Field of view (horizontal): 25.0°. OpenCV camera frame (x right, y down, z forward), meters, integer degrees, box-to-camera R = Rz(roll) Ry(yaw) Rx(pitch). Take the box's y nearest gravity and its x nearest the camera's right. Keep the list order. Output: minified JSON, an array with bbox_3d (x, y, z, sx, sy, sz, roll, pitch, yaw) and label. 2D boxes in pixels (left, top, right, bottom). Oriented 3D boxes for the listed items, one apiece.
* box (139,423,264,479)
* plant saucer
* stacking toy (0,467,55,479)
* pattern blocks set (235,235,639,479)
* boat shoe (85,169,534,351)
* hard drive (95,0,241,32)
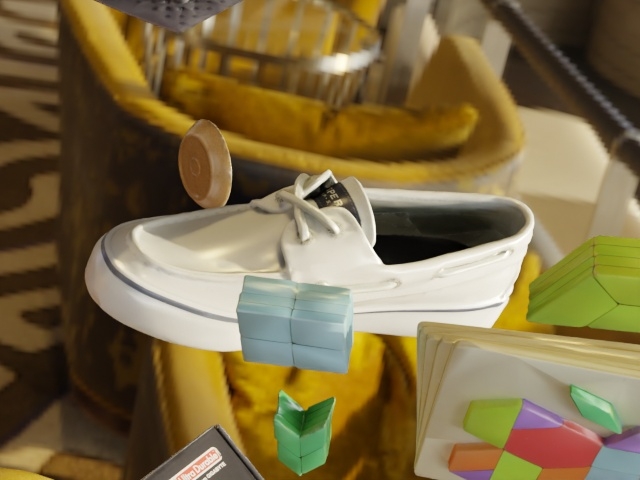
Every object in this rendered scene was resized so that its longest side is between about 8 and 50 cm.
[{"bbox_3d":[-0.114,0.365,1.344,0.295,0.073,0.293,-33,83,-43],"label":"box"},{"bbox_3d":[-0.107,-0.066,1.292,0.015,0.083,0.083,-11,33,-33],"label":"plant saucer"},{"bbox_3d":[-0.209,0.231,0.794,0.480,0.350,0.350,-3,16,28],"label":"stacking toy"},{"bbox_3d":[0.129,0.086,0.619,0.325,0.285,0.026,2,57,15],"label":"pattern blocks set"},{"bbox_3d":[0.000,0.000,0.797,0.258,0.084,0.095,-2,42,-30],"label":"boat shoe"},{"bbox_3d":[-0.116,-0.201,0.772,0.172,0.054,0.255,-21,-28,37],"label":"hard drive"}]
